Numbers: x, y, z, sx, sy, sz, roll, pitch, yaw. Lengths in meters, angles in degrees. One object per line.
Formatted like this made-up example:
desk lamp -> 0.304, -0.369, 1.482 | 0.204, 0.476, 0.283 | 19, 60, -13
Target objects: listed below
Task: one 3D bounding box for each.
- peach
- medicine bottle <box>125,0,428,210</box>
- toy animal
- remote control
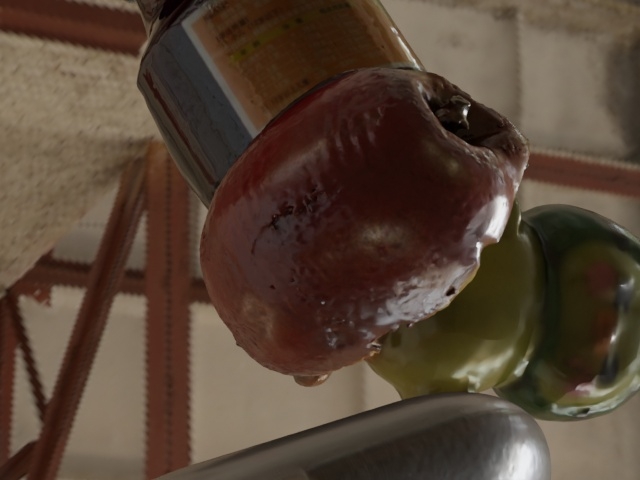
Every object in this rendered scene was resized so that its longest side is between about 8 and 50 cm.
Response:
peach -> -0.003, -0.005, 1.079 | 0.154, 0.267, 0.159 | 44, -144, -19
medicine bottle -> -0.078, -0.206, 1.420 | 0.242, 0.242, 0.395 | -25, -103, -34
toy animal -> 0.133, 0.047, 1.342 | 0.338, 0.191, 0.216 | 9, -83, -20
remote control -> -0.024, 0.166, 0.726 | 0.332, 0.221, 0.103 | -14, -126, -40
